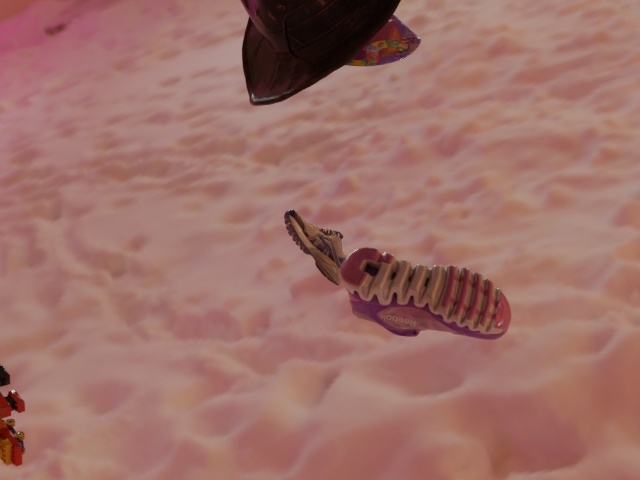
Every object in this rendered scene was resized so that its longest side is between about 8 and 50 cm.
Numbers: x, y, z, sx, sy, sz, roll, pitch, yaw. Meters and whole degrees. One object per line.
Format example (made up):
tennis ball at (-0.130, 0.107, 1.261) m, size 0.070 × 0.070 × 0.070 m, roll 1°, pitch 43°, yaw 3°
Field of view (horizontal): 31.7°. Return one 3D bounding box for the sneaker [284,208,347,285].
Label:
sneaker at (0.000, 0.000, 1.662) m, size 0.058 × 0.135 × 0.052 m, roll -43°, pitch 15°, yaw -11°

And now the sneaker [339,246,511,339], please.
sneaker at (0.139, 0.089, 1.520) m, size 0.237 × 0.104 × 0.095 m, roll 16°, pitch 45°, yaw 14°

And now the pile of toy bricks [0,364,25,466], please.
pile of toy bricks at (-0.479, 0.219, 1.503) m, size 0.105 × 0.118 × 0.212 m, roll -16°, pitch 35°, yaw -34°

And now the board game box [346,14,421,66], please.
board game box at (0.037, -0.266, 1.338) m, size 0.133 × 0.033 × 0.168 m, roll -17°, pitch 46°, yaw -24°

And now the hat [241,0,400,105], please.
hat at (-0.031, -0.303, 1.240) m, size 0.331 × 0.134 × 0.331 m, roll -39°, pitch 35°, yaw 34°
